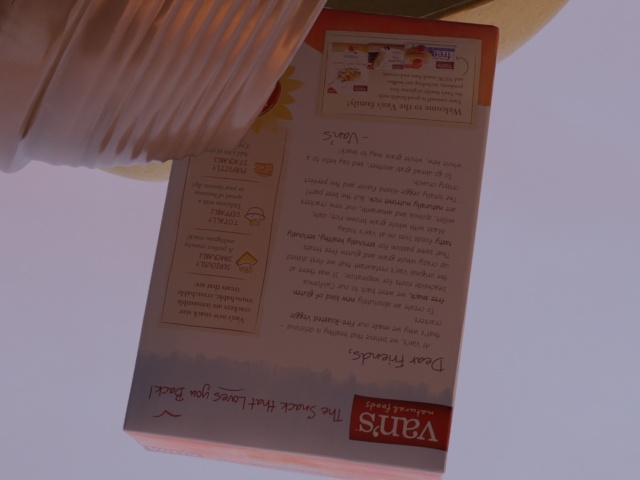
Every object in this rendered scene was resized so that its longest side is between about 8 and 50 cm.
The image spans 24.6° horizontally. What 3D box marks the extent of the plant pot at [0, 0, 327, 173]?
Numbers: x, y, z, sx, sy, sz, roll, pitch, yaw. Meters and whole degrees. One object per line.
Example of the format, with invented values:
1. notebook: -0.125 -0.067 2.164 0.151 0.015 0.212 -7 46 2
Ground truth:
1. plant pot: -0.053 -0.117 0.636 0.109 0.237 0.237 30 -128 -6

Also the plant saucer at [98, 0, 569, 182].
1. plant saucer: -0.036 -0.161 0.968 0.332 0.081 0.333 -20 -143 -9

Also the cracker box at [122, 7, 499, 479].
1. cracker box: 0.000 0.000 0.743 0.155 0.067 0.232 8 -107 5
